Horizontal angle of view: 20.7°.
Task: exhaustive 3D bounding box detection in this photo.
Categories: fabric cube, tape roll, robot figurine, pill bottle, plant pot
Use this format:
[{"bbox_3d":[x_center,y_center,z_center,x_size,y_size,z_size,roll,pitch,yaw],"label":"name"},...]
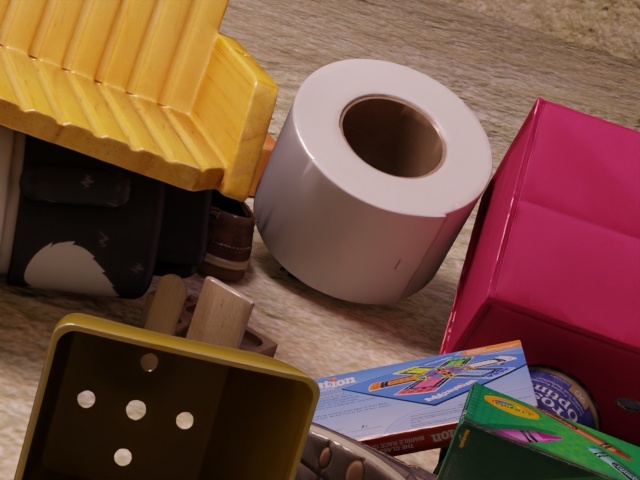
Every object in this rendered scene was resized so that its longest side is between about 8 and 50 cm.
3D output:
[{"bbox_3d":[0.296,0.044,1.894,0.258,0.254,0.259,19,65,-3],"label":"fabric cube"},{"bbox_3d":[0.059,-0.070,2.058,0.246,0.169,0.246,12,48,-14],"label":"tape roll"},{"bbox_3d":[-0.257,-0.027,1.825,0.278,0.209,0.173,8,36,-12],"label":"robot figurine"},{"bbox_3d":[0.187,0.208,1.701,0.123,0.122,0.219,26,23,16],"label":"pill bottle"},{"bbox_3d":[-0.143,0.165,1.436,0.212,0.212,0.187,14,10,-14],"label":"plant pot"}]

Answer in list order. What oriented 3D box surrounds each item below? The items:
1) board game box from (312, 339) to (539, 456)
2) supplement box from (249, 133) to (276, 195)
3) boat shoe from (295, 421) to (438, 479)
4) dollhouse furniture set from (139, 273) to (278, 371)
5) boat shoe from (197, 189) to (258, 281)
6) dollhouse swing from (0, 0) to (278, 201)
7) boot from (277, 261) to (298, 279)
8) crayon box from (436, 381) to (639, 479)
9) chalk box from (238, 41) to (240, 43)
[{"bbox_3d":[0.061,0.161,1.662,0.281,0.027,0.145,-11,23,4],"label":"board game box"},{"bbox_3d":[-0.172,-0.116,2.262,0.233,0.080,0.078,10,22,-28],"label":"supplement box"},{"bbox_3d":[0.093,0.271,1.496,0.355,0.132,0.130,35,15,16],"label":"boat shoe"},{"bbox_3d":[-0.105,0.071,1.790,0.144,0.123,0.151,29,23,23],"label":"dollhouse furniture set"},{"bbox_3d":[-0.125,-0.047,2.104,0.095,0.095,0.257,9,23,-25],"label":"boat shoe"},{"bbox_3d":[-0.197,-0.266,1.750,0.347,0.305,0.315,20,14,-23],"label":"dollhouse swing"},{"bbox_3d":[0.000,0.000,2.119,0.121,0.045,0.099,-5,45,-20],"label":"boot"},{"bbox_3d":[0.140,0.264,1.303,0.165,0.278,0.081,21,20,5],"label":"crayon box"},{"bbox_3d":[-0.214,-0.176,2.021,0.289,0.179,0.180,-9,39,-24],"label":"chalk box"}]
